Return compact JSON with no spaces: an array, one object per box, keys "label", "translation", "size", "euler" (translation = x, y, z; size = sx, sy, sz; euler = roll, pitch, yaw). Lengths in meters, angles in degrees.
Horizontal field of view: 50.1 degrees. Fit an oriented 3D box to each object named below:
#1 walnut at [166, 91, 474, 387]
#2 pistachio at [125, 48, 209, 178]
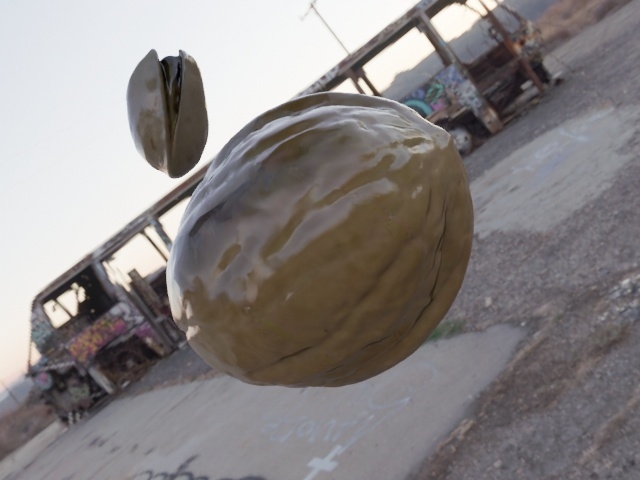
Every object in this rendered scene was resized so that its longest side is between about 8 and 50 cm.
[{"label":"walnut","translation":[0.000,0.000,0.535],"size":[0.261,0.225,0.225],"euler":[-41,1,25]},{"label":"pistachio","translation":[-0.260,-0.214,1.177],"size":[0.138,0.238,0.153],"euler":[-10,36,-20]}]
